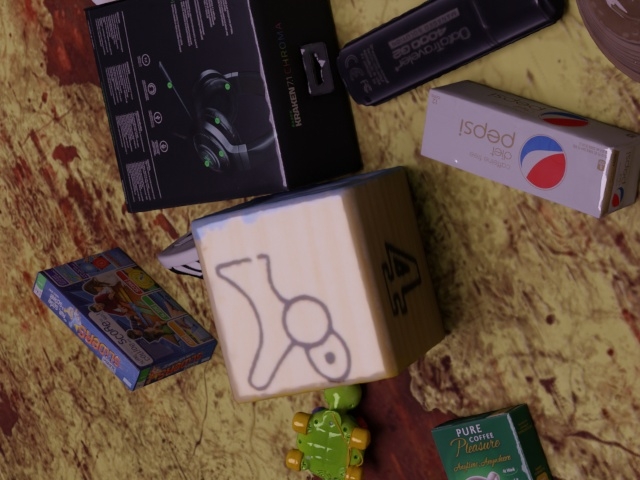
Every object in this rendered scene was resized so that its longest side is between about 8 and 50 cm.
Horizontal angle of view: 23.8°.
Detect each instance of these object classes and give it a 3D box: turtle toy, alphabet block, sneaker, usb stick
[{"bbox_3d":[0.017,0.219,1.749,0.095,0.066,0.130,14,111,13],"label":"turtle toy"},{"bbox_3d":[0.001,0.044,1.594,0.192,0.193,0.197,-11,95,24],"label":"alphabet block"},{"bbox_3d":[-0.108,0.043,1.801,0.121,0.079,0.217,57,150,-14],"label":"sneaker"},{"bbox_3d":[0.127,-0.210,1.538,0.278,0.045,0.077,-22,95,43],"label":"usb stick"}]

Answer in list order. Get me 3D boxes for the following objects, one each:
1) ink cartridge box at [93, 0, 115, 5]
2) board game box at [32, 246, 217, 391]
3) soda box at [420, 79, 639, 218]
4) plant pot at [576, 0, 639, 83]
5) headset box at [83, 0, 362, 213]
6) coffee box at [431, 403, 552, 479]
[{"bbox_3d":[-0.257,-0.365,1.834,0.179,0.045,0.145,41,126,22],"label":"ink cartridge box"},{"bbox_3d":[-0.245,0.095,1.898,0.201,0.136,0.035,42,127,26],"label":"board game box"},{"bbox_3d":[0.206,-0.093,1.486,0.216,0.069,0.074,22,117,35],"label":"soda box"},{"bbox_3d":[0.308,-0.238,1.324,0.237,0.109,0.237,13,110,38],"label":"plant pot"},{"bbox_3d":[-0.105,-0.172,1.696,0.283,0.131,0.246,-7,97,43],"label":"headset box"},{"bbox_3d":[0.198,0.273,1.621,0.113,0.040,0.184,-22,88,43],"label":"coffee box"}]
